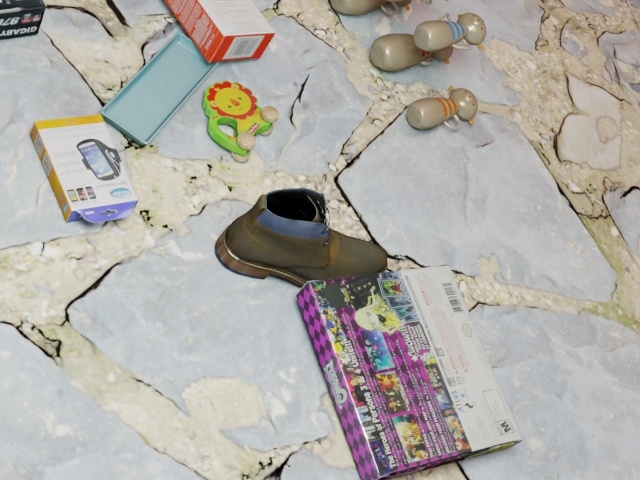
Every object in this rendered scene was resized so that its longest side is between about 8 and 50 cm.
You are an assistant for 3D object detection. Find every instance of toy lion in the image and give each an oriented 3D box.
[{"bbox_3d":[-0.108,-0.156,1.250,0.096,0.034,0.100,32,48,3],"label":"toy lion"}]

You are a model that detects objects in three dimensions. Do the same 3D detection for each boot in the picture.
[{"bbox_3d":[0.000,0.000,1.147,0.219,0.106,0.082,5,56,-27],"label":"boot"}]

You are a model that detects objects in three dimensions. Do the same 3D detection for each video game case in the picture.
[{"bbox_3d":[0.101,0.144,1.142,0.210,0.042,0.232,-6,64,-34],"label":"video game case"}]

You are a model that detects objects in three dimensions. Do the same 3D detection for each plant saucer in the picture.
[{"bbox_3d":[-0.194,-0.186,1.228,0.067,0.018,0.192,35,48,-4],"label":"plant saucer"}]

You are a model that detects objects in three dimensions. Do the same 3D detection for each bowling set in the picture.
[{"bbox_3d":[0.166,-0.314,1.418,0.154,0.200,0.287,-18,72,-39],"label":"bowling set"}]

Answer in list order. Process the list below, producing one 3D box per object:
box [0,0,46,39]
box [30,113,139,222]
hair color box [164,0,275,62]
[{"bbox_3d":[-0.444,-0.324,1.156,0.175,0.051,0.220,-19,69,-38],"label":"box"},{"bbox_3d":[-0.257,-0.074,1.105,0.081,0.028,0.136,-11,67,-36],"label":"box"},{"bbox_3d":[-0.145,-0.310,1.311,0.093,0.053,0.167,-15,64,-45],"label":"hair color box"}]
